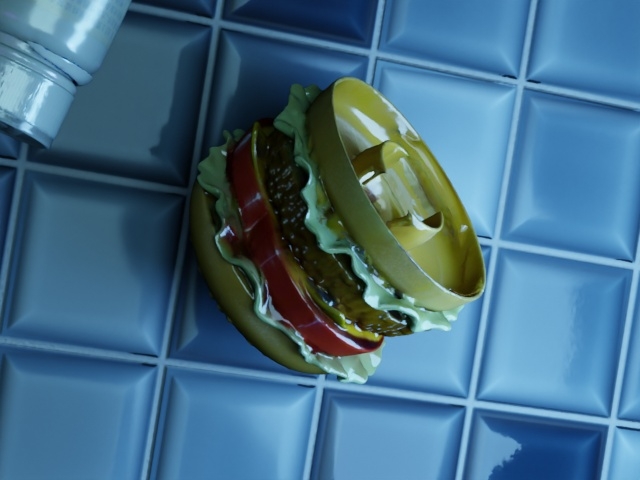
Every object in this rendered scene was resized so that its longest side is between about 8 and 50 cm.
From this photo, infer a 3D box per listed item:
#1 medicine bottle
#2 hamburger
[{"bbox_3d":[-0.246,-0.223,1.789,0.143,0.143,0.258,28,82,-20],"label":"medicine bottle"},{"bbox_3d":[0.000,0.000,1.839,0.212,0.274,0.274,-32,106,21],"label":"hamburger"}]
